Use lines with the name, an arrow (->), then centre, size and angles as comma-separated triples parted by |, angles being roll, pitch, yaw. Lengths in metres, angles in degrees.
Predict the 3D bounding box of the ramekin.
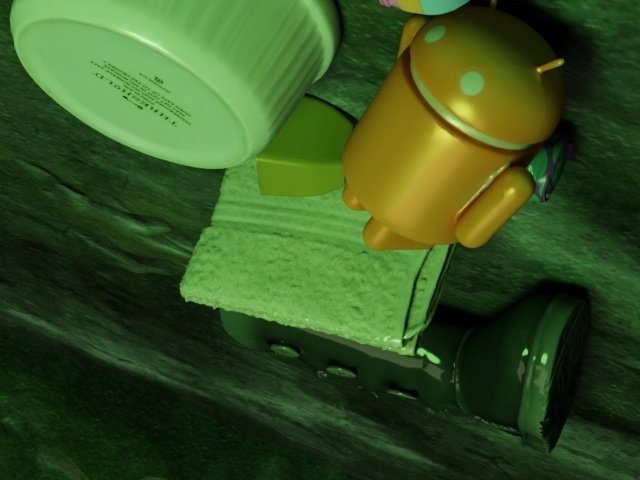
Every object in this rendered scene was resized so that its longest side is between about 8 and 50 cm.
ramekin -> -0.129, -0.168, 0.957 | 0.273, 0.127, 0.273 | 20, 159, 8

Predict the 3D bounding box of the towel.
towel -> 0.000, 0.000, 1.147 | 0.282, 0.187, 0.049 | 10, 160, 29

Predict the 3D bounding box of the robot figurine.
robot figurine -> 0.097, -0.085, 0.870 | 0.128, 0.158, 0.219 | 29, 129, -7

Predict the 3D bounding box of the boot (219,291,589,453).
boot -> 0.085, 0.104, 1.402 | 0.445, 0.146, 0.367 | 21, 158, 18

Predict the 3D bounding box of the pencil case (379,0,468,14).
pencil case -> 0.041, -0.232, 0.668 | 0.104, 0.104, 0.236 | 13, 158, 25

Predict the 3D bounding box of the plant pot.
plant pot -> -0.012, -0.088, 1.104 | 0.083, 0.081, 0.081 | 11, 158, 5

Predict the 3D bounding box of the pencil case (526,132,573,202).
pencil case -> 0.133, -0.082, 0.979 | 0.151, 0.070, 0.064 | 20, 124, 17
